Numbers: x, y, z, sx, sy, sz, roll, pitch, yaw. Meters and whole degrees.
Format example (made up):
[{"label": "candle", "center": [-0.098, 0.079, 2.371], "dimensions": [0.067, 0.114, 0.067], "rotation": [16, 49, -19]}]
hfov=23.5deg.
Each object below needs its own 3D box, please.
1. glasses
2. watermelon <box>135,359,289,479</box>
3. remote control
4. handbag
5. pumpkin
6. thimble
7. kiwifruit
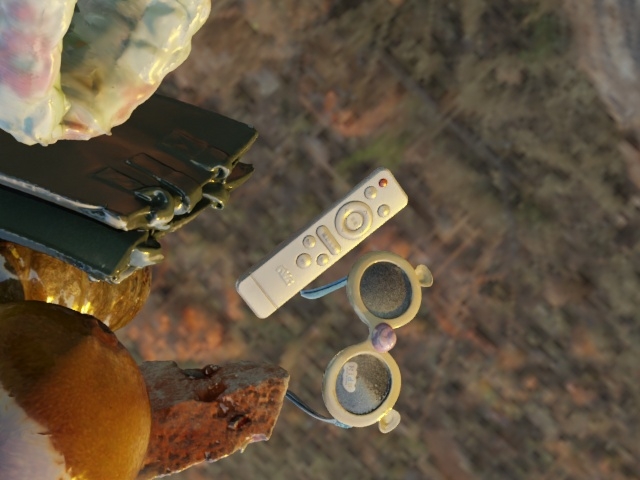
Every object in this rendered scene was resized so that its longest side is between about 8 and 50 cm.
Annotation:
[{"label": "glasses", "center": [0.005, 0.105, 1.659], "dimensions": [0.088, 0.189, 0.221], "rotation": [23, 164, -33]}, {"label": "watermelon", "center": [-0.145, 0.179, 1.551], "dimensions": [0.154, 0.241, 0.094], "rotation": [-131, 36, -63]}, {"label": "remote control", "center": [0.000, 0.000, 1.466], "dimensions": [0.050, 0.184, 0.027], "rotation": [54, 177, -29]}, {"label": "handbag", "center": [-0.210, -0.072, 1.336], "dimensions": [0.260, 0.247, 0.079], "rotation": [21, 120, 18]}, {"label": "pumpkin", "center": [-0.272, 0.043, 1.391], "dimensions": [0.219, 0.219, 0.162], "rotation": [168, 103, -68]}, {"label": "thimble", "center": [-0.177, -0.171, 1.011], "dimensions": [0.149, 0.211, 0.185], "rotation": [37, -173, 18]}, {"label": "kiwifruit", "center": [-0.239, 0.156, 1.201], "dimensions": [0.196, 0.234, 0.196], "rotation": [33, -178, -2]}]
